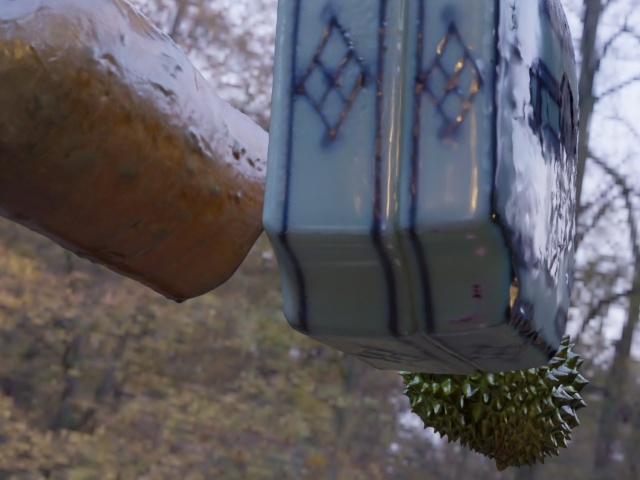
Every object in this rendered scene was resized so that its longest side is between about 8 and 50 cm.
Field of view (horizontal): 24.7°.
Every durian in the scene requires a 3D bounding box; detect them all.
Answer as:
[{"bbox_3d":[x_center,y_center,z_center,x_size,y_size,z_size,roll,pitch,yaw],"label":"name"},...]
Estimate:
[{"bbox_3d":[0.208,0.153,1.710,0.176,0.200,0.237,-42,-66,18],"label":"durian"}]

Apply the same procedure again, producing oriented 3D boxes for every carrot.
[{"bbox_3d":[-0.200,-0.095,1.308,0.224,0.224,0.341,-11,-39,46],"label":"carrot"}]

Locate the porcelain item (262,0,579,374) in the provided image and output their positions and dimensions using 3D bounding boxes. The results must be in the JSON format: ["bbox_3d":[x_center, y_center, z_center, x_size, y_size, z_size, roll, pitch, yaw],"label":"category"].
[{"bbox_3d":[0.081,-0.062,0.957,0.157,0.285,0.281,-2,-15,19],"label":"porcelain item"}]
